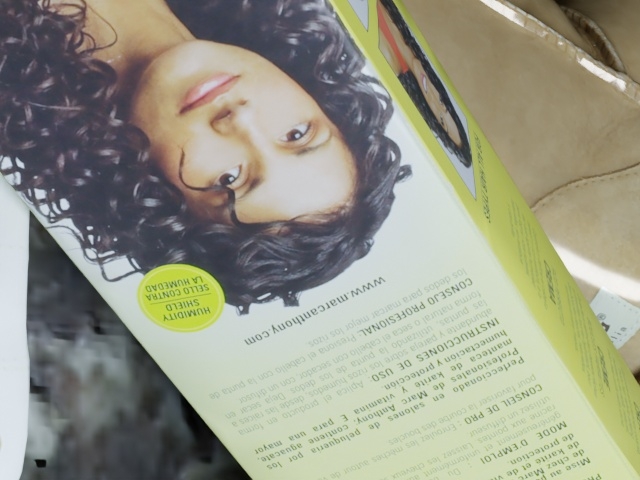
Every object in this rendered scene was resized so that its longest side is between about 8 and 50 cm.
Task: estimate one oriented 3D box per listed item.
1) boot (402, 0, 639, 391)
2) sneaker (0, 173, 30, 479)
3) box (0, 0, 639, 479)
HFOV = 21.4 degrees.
[{"bbox_3d":[0.019,-0.091,0.502,0.269,0.089,0.236,30,39,-16],"label":"boot"},{"bbox_3d":[-0.141,0.064,0.324,0.169,0.108,0.293,26,61,-26],"label":"sneaker"},{"bbox_3d":[0.000,0.000,0.396,0.232,0.087,0.058,53,21,-31],"label":"box"}]
